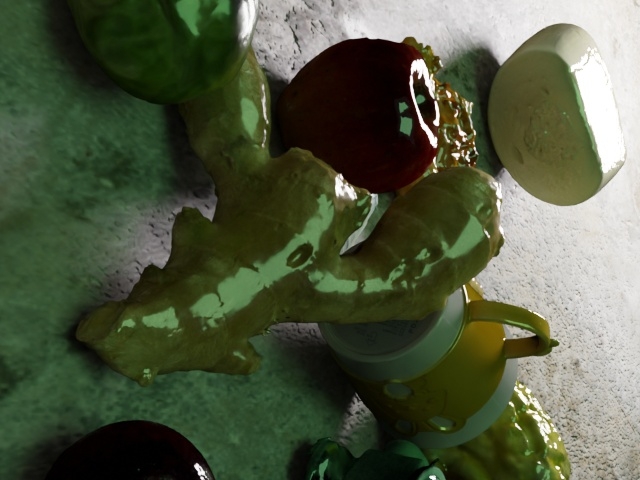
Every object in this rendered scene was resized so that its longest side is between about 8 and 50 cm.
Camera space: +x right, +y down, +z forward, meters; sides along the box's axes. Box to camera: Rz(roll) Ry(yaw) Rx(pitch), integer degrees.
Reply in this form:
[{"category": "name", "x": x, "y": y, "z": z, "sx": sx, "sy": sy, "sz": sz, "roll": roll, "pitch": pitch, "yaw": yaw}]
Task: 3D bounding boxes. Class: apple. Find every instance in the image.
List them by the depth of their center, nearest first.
[{"category": "apple", "x": 0.037, "y": -0.126, "z": 1.278, "sx": 0.147, "sy": 0.158, "sz": 0.156, "roll": -73, "pitch": 146, "yaw": -53}]

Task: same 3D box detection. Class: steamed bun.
[{"category": "steamed bun", "x": 0.341, "y": -0.182, "z": 1.784, "sx": 0.200, "sy": 0.154, "sz": 0.250, "roll": -44, "pitch": 120, "yaw": -54}]

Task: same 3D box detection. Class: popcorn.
[{"category": "popcorn", "x": 0.192, "y": 0.284, "z": 1.449, "sx": 0.173, "sy": 0.225, "sz": 0.286, "roll": 15, "pitch": 74, "yaw": -54}]

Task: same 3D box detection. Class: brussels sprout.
[{"category": "brussels sprout", "x": -0.130, "y": -0.208, "z": 1.028, "sx": 0.161, "sy": 0.144, "sz": 0.181, "roll": -18, "pitch": 118, "yaw": -19}]

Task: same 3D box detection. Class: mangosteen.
[{"category": "mangosteen", "x": -0.155, "y": 0.216, "z": 0.980, "sx": 0.152, "sy": 0.152, "sz": 0.153, "roll": 5, "pitch": 85, "yaw": -59}]

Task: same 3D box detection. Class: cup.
[{"category": "cup", "x": 0.126, "y": 0.102, "z": 1.314, "sx": 0.226, "sy": 0.241, "sz": 0.185, "roll": 49, "pitch": 37, "yaw": -54}]

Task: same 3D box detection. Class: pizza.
[{"category": "pizza", "x": 0.157, "y": -0.083, "z": 1.550, "sx": 0.182, "sy": 0.073, "sz": 0.366, "roll": -26, "pitch": 111, "yaw": -47}]

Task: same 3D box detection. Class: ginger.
[{"category": "ginger", "x": -0.026, "y": 0.017, "z": 1.126, "sx": 0.363, "sy": 0.122, "sz": 0.348, "roll": 33, "pitch": 69, "yaw": -20}]

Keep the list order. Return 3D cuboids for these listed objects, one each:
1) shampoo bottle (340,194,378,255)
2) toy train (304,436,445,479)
[{"category": "shampoo bottle", "x": 0.000, "y": 0.000, "z": 1.314, "sx": 0.212, "sy": 0.049, "sz": 0.072, "roll": -50, "pitch": 127, "yaw": -47}, {"category": "toy train", "x": 0.019, "y": 0.380, "z": 1.236, "sx": 0.397, "sy": 0.160, "sz": 0.253, "roll": -43, "pitch": 132, "yaw": -51}]
